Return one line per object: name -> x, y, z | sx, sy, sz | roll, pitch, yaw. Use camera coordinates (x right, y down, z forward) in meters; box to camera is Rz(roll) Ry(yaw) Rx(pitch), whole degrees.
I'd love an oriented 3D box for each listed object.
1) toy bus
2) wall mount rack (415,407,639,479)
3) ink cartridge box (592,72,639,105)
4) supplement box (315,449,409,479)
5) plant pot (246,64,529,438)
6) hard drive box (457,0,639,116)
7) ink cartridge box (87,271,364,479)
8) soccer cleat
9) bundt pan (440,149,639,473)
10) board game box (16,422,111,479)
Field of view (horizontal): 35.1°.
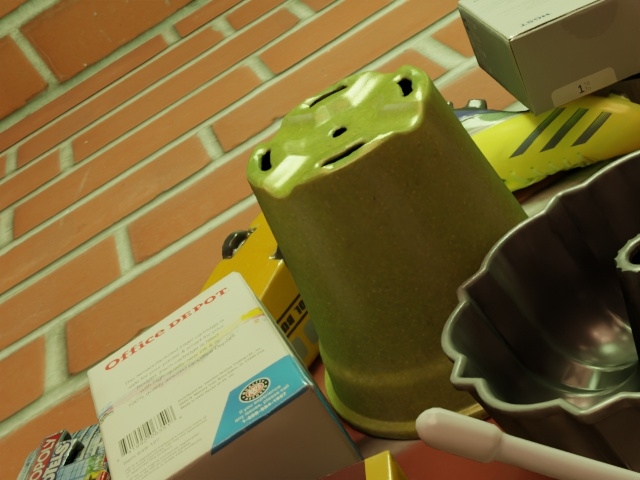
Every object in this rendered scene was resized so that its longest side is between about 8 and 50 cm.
toy bus -> 0.000, 0.000, 1.116 | 0.108, 0.130, 0.333 | -3, 39, 46
wall mount rack -> 0.180, 0.156, 0.341 | 0.304, 0.130, 0.350 | -16, 36, 28
ink cartridge box -> 0.409, -0.203, 1.100 | 0.332, 0.065, 0.165 | -3, 39, 43
supplement box -> -0.006, 0.278, 0.664 | 0.194, 0.129, 0.191 | -25, 28, 13
plant pot -> 0.070, -0.007, 0.920 | 0.276, 0.254, 0.276 | -25, 29, 14
hard drive box -> 0.268, -0.237, 1.099 | 0.181, 0.089, 0.232 | -23, 22, 4
ink cartridge box -> -0.073, 0.172, 0.866 | 0.171, 0.168, 0.233 | -33, 27, -3
soccer cleat -> 0.232, -0.096, 1.107 | 0.289, 0.093, 0.121 | 0, 68, 42
bundt pan -> 0.256, 0.052, 0.710 | 0.330, 0.124, 0.331 | -29, 20, 11
board game box -> -0.278, 0.265, 1.047 | 0.194, 0.060, 0.194 | -23, 29, 17
